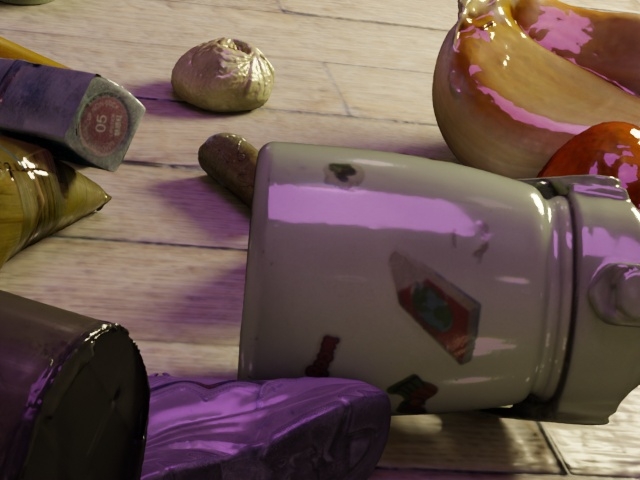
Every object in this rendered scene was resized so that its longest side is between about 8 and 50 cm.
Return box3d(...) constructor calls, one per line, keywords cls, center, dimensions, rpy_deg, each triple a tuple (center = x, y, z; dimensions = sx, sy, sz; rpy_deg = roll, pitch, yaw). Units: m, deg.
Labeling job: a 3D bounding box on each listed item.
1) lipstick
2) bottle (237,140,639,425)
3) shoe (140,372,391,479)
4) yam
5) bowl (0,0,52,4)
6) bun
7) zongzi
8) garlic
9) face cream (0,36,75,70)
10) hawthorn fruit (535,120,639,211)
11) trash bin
box3d(cls="lipstick", center=(-0.280, -0.125, 1.593), dimensions=(0.290, 0.076, 0.077), rpy_deg=(15, -13, 48))
box3d(cls="bottle", center=(0.116, 0.037, 1.340), dimensions=(0.352, 0.229, 0.229), rpy_deg=(3, 26, -2))
box3d(cls="shoe", center=(-0.071, 0.137, 1.216), dimensions=(0.245, 0.095, 0.137), rpy_deg=(-13, 37, -30))
box3d(cls="yam", center=(-0.067, -0.061, 1.675), dimensions=(0.054, 0.054, 0.132), rpy_deg=(-7, 31, -33))
box3d(cls="bowl", center=(-0.367, -0.358, 2.098), dimensions=(0.211, 0.112, 0.211), rpy_deg=(8, 25, -4))
box3d(cls="bun", center=(-0.108, -0.188, 1.901), dimensions=(0.115, 0.069, 0.115), rpy_deg=(8, 25, -4))
box3d(cls="zongzi", center=(-0.346, -0.049, 1.486), dimensions=(0.260, 0.123, 0.289), rpy_deg=(12, 11, 10))
box3d(cls="garlic", center=(0.275, -0.157, 1.834), dimensions=(0.313, 0.249, 0.286), rpy_deg=(30, 11, 13))
box3d(cls="face cream", center=(-0.316, -0.162, 1.751), dimensions=(0.273, 0.078, 0.078), rpy_deg=(25, 29, 27))
box3d(cls="hawthorn fruit", center=(0.264, 0.017, 1.600), dimensions=(0.165, 0.165, 0.285), rpy_deg=(13, 49, 4))
box3d(cls="trash bin", center=(-0.273, 0.105, 1.046), dimensions=(0.301, 0.252, 0.203), rpy_deg=(15, -8, 17))
